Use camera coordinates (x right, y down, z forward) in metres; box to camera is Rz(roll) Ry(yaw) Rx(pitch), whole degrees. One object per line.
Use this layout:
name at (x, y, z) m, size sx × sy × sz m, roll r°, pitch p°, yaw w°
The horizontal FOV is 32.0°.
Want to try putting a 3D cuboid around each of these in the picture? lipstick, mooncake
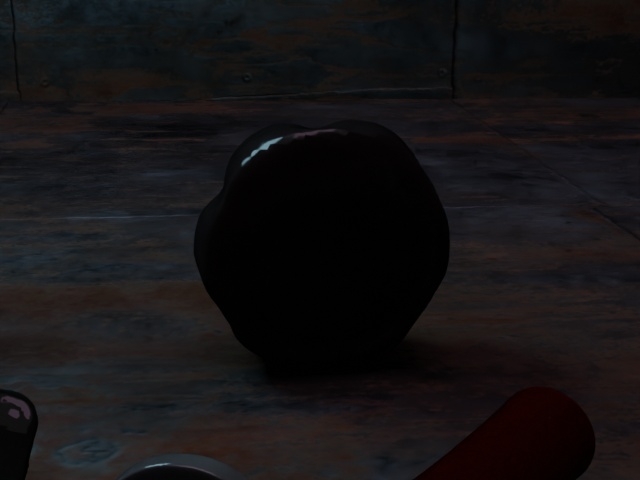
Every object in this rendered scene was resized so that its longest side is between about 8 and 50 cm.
lipstick at (0.108, 0.171, 0.752) m, size 0.080 × 0.080 × 0.241 m, roll 11°, pitch 20°, yaw 32°
mooncake at (0.000, 0.000, 1.052) m, size 0.244 × 0.245 × 0.133 m, roll -2°, pitch 13°, yaw -8°

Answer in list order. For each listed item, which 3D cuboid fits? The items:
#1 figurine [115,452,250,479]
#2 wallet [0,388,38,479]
figurine at (-0.086, 0.206, 0.538) m, size 0.176 × 0.133 × 0.236 m, roll 2°, pitch 13°, yaw 13°
wallet at (-0.277, 0.184, 0.629) m, size 0.197 × 0.051 × 0.377 m, roll 15°, pitch 22°, yaw -10°
